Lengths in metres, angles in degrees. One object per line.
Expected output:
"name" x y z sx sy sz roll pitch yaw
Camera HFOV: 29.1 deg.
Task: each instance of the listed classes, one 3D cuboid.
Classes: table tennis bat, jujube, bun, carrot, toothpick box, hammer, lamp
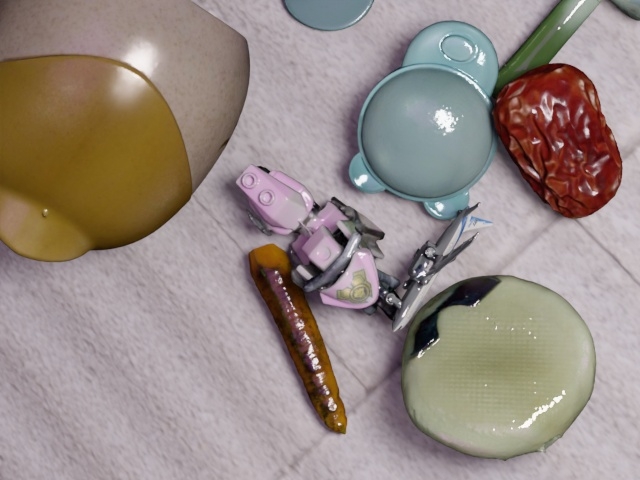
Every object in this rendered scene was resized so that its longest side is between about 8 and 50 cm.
"table tennis bat" -0.026 -0.417 1.978 0.237 0.038 0.149 13 87 9
"jujube" 0.351 -0.145 1.786 0.155 0.155 0.230 -32 101 6
"bun" 0.255 0.193 1.776 0.283 0.179 0.283 -4 62 7
"carrot" -0.029 0.153 1.889 0.066 0.066 0.314 -25 79 8
"toothpick box" -0.344 -0.199 1.822 0.409 0.409 0.425 33 95 14
"hammer" 0.371 -0.338 1.835 0.206 0.119 0.335 36 105 -13
"lamp" 0.170 -0.188 1.844 0.209 0.147 0.284 21 87 0

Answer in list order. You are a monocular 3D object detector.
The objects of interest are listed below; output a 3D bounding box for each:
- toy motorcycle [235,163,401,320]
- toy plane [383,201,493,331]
"toy motorcycle" 0.000 0.000 1.838 0.327 0.188 0.143 45 100 13
"toy plane" 0.162 0.035 1.782 0.058 0.226 0.226 45 74 -8
